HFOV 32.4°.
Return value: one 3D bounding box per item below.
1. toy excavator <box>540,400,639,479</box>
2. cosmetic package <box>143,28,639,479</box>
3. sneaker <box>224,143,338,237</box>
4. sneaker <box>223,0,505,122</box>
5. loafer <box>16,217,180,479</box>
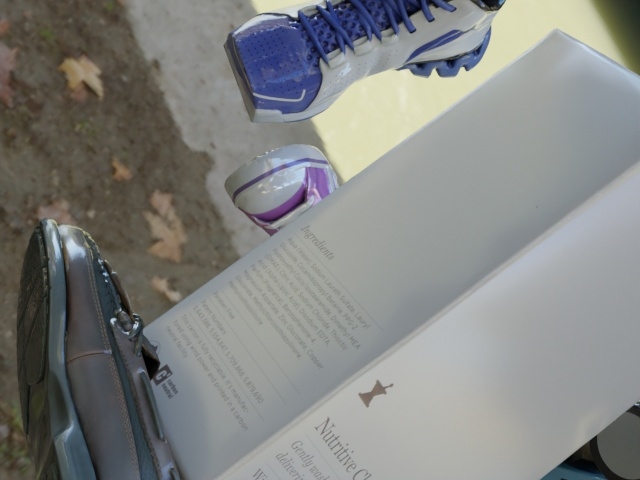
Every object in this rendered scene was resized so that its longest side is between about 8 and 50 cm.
[{"bbox_3d":[0.424,0.390,1.348,0.222,0.433,0.445,-9,104,-45],"label":"toy excavator"},{"bbox_3d":[0.084,0.063,0.752,0.156,0.385,0.217,50,-6,47],"label":"cosmetic package"},{"bbox_3d":[0.001,0.000,1.185,0.161,0.102,0.282,64,12,19],"label":"sneaker"},{"bbox_3d":[0.064,-0.235,1.106,0.315,0.182,0.127,-18,74,-23],"label":"sneaker"},{"bbox_3d":[-0.129,0.098,0.653,0.084,0.096,0.267,7,44,-25],"label":"loafer"}]
